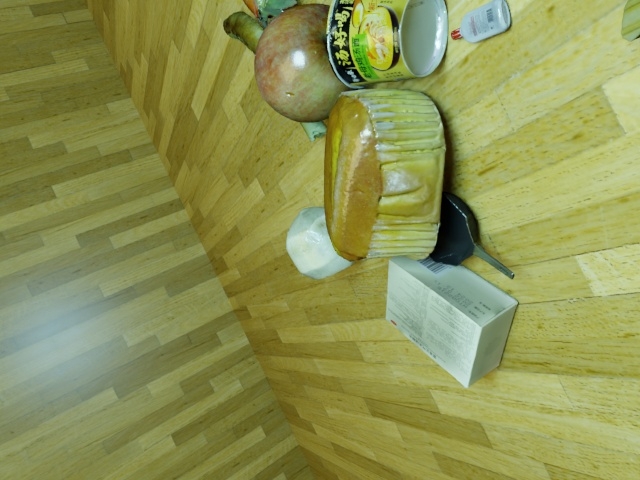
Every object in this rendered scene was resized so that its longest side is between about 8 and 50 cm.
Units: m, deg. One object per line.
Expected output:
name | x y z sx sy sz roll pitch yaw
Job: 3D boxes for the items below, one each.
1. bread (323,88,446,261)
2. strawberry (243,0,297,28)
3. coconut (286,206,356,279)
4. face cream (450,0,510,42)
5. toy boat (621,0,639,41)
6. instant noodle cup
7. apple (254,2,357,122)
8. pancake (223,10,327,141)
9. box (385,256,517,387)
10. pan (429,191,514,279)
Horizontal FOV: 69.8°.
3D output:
bread | 0.084 -0.095 0.747 0.204 0.156 0.287 -124 31 -56
strawberry | -0.121 -0.529 0.889 0.228 0.098 0.174 57 171 40
coconut | 0.001 -0.001 1.047 0.161 0.161 0.162 -24 89 63
face cream | 0.204 -0.279 0.593 0.083 0.021 0.040 7 118 59
toy boat | 0.371 -0.188 0.297 0.310 0.090 0.115 0 116 60
instant noodle cup | 0.100 -0.291 0.651 0.122 0.151 0.151 21 131 39
apple | -0.017 -0.302 0.788 0.174 0.188 0.188 -5 108 59
pancake | -0.103 -0.355 0.976 0.376 0.054 0.197 55 178 22
box | 0.223 0.129 0.828 0.212 0.095 0.168 39 143 41
pan | 0.231 0.002 0.755 0.201 0.048 0.128 54 153 23
